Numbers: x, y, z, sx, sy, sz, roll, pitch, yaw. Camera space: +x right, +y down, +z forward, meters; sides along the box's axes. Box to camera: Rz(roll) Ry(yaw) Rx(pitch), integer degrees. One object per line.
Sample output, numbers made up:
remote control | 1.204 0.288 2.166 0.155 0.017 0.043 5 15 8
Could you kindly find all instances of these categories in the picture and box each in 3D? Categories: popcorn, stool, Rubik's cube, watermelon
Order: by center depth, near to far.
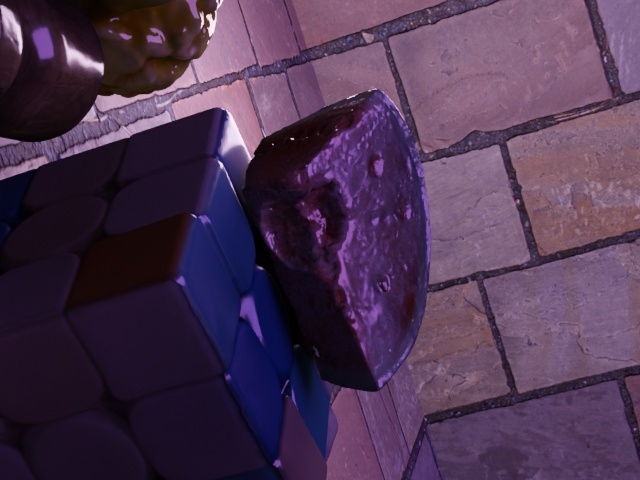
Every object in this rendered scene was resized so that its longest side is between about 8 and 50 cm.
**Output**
Rubik's cube | -0.203 0.121 1.431 0.344 0.347 0.346 -86 156 -58
watermelon | 0.000 0.000 1.457 0.226 0.148 0.318 14 73 -55
stool | -0.366 -0.205 1.504 0.264 0.179 0.179 1 74 -76
popcorn | -0.257 -0.342 1.762 0.293 0.292 0.334 93 -25 -74

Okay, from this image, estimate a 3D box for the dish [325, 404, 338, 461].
dish | -0.107 0.271 1.896 0.256 0.256 0.117 60 32 -44
